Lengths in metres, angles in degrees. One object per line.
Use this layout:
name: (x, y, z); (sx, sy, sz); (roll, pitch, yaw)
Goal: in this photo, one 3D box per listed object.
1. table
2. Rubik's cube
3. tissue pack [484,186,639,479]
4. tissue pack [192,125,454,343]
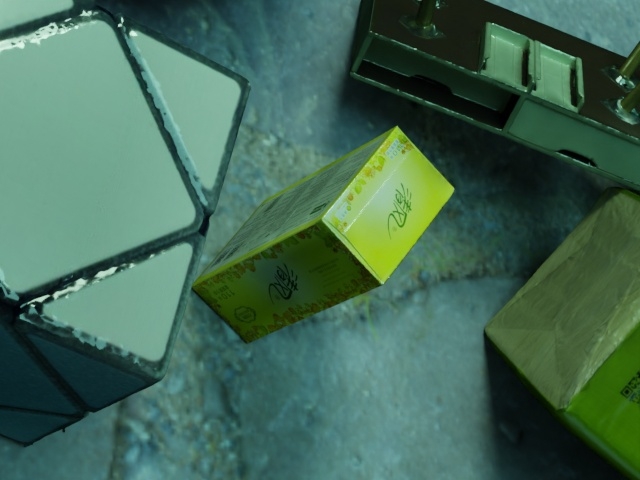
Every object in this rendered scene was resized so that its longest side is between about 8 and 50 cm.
table: (0.155, -0.148, 1.316); (0.240, 0.111, 0.122); (21, 34, -9)
Rubik's cube: (-0.192, -0.022, 1.061); (0.205, 0.205, 0.207); (25, 61, -23)
tissue pack: (0.285, 0.117, 1.294); (0.274, 0.200, 0.167); (39, 95, -16)
tissue pack: (0.000, 0.000, 1.191); (0.062, 0.176, 0.095); (47, 56, -12)
